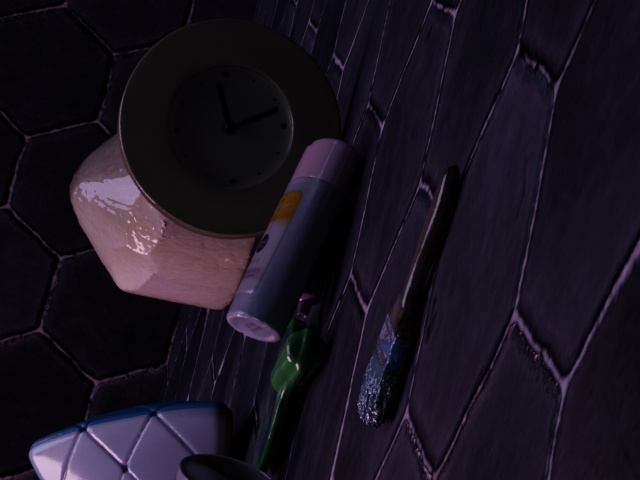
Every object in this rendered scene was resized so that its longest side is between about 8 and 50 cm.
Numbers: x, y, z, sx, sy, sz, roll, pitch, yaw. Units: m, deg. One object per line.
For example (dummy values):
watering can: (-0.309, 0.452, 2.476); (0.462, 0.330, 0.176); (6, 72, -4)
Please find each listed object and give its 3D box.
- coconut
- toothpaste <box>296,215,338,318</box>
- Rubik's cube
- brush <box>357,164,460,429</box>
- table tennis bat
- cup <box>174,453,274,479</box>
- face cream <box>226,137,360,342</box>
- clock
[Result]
coconut: (-0.173, -0.042, 2.407); (0.237, 0.266, 0.237); (-163, 90, -74)
toothpaste: (0.000, 0.000, 1.933); (0.045, 0.028, 0.170); (111, 173, -62)
Rubik's cube: (-0.155, 0.249, 2.267); (0.254, 0.254, 0.254); (-165, 90, -83)
brush: (0.065, 0.038, 1.400); (0.070, 0.021, 0.196); (-98, 27, -74)
table tennis bat: (-0.034, 0.139, 1.883); (0.257, 0.039, 0.160); (117, 167, -67)
cup: (-0.101, 0.282, 1.831); (0.136, 0.099, 0.133); (-97, 24, -73)
face cream: (-0.025, -0.002, 1.881); (0.084, 0.057, 0.198); (-26, 38, 65)
clock: (-0.095, -0.117, 2.072); (0.029, 0.235, 0.235); (142, 143, -76)
